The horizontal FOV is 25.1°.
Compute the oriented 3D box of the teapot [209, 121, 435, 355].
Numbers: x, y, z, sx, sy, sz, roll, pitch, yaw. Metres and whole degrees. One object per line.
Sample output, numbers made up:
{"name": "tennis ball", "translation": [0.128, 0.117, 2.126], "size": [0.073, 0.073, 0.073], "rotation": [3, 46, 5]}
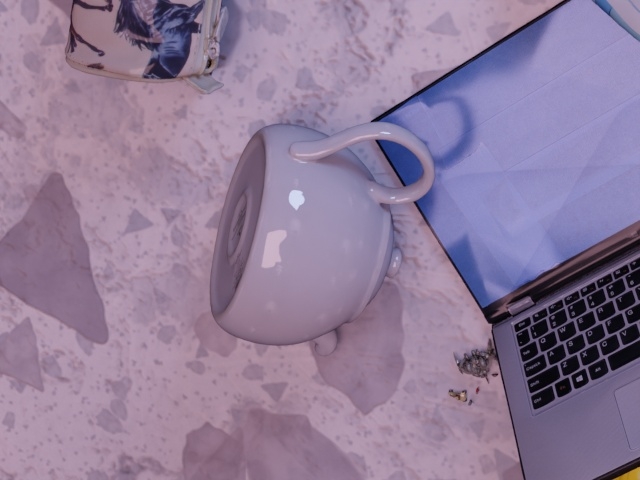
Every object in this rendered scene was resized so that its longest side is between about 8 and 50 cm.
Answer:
{"name": "teapot", "translation": [0.000, 0.000, 1.533], "size": [0.187, 0.256, 0.252], "rotation": [13, 88, -14]}

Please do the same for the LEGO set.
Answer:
{"name": "LEGO set", "translation": [0.172, 0.150, 1.617], "size": [0.054, 0.023, 0.083], "rotation": [10, 107, 14]}

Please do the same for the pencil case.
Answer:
{"name": "pencil case", "translation": [-0.150, -0.364, 1.500], "size": [0.184, 0.160, 0.410], "rotation": [16, 108, 11]}

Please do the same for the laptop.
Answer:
{"name": "laptop", "translation": [0.284, -0.016, 1.435], "size": [0.382, 0.408, 0.236], "rotation": [-31, 128, 22]}

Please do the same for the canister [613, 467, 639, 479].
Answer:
{"name": "canister", "translation": [0.383, 0.276, 1.564], "size": [0.170, 0.073, 0.126], "rotation": [18, 109, 10]}

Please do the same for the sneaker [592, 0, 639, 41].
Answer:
{"name": "sneaker", "translation": [0.353, -0.285, 1.354], "size": [0.319, 0.127, 0.208], "rotation": [48, 110, 24]}
